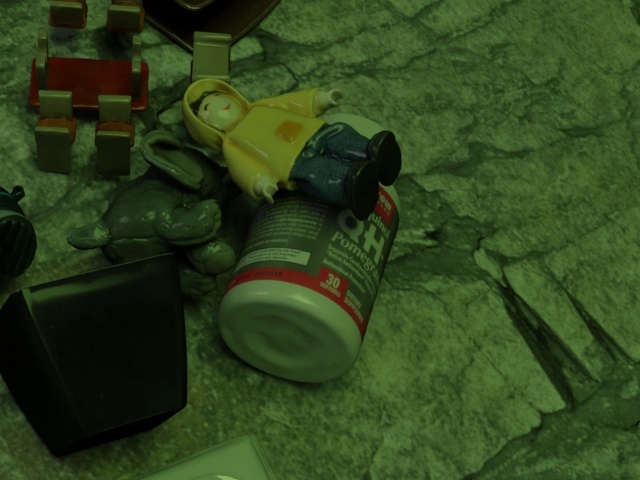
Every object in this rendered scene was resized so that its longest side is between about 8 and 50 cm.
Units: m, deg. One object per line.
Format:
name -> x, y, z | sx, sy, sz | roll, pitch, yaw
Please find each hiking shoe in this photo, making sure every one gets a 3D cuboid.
hiking shoe -> -0.482, 0.007, 1.587 | 0.304, 0.113, 0.132 | -7, 32, -18

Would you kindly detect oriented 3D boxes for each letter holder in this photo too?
letter holder -> -0.135, -0.426, 1.950 | 0.214, 0.152, 0.302 | 37, 53, 2

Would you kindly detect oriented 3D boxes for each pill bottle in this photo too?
pill bottle -> 0.000, 0.000, 1.713 | 0.176, 0.176, 0.319 | 23, 54, -6

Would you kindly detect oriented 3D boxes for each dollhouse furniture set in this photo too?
dollhouse furniture set -> -0.245, -0.201, 1.801 | 0.259, 0.135, 0.262 | 3, 57, -6

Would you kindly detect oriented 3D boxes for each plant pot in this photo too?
plant pot -> -0.246, 0.136, 1.540 | 0.188, 0.187, 0.167 | -15, 79, -28

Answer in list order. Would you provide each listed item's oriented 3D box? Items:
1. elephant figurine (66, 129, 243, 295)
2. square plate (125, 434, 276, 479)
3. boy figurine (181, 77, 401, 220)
elephant figurine -> -0.183, -0.054, 1.713 | 0.169, 0.186, 0.239 | -18, 44, 18
square plate -> -0.145, 0.400, 1.482 | 0.347, 0.049, 0.344 | -16, 66, -29
boy figurine -> -0.042, -0.124, 1.652 | 0.285, 0.092, 0.177 | 25, 63, 28
